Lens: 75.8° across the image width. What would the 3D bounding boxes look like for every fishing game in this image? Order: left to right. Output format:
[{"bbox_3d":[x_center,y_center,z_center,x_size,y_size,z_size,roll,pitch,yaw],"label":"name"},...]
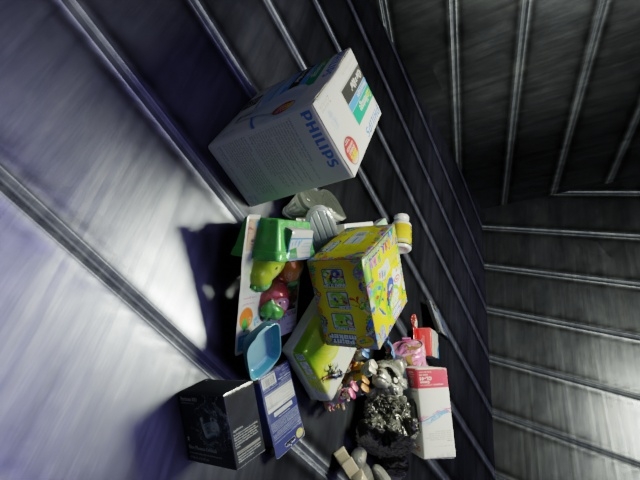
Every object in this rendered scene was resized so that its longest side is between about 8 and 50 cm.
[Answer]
[{"bbox_3d":[0.284,0.504,1.693,0.189,0.041,0.265,78,3,-84],"label":"fishing game"}]

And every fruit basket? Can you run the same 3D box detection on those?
[{"bbox_3d":[-0.119,0.109,1.144,0.327,0.165,0.354,1,89,-66],"label":"fruit basket"}]

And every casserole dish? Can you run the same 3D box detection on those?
[{"bbox_3d":[-0.153,0.279,1.056,0.114,0.036,0.189,-38,145,-36],"label":"casserole dish"}]

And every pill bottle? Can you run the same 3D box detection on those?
[{"bbox_3d":[0.396,-0.036,2.018,0.103,0.103,0.184,36,52,-46],"label":"pill bottle"}]

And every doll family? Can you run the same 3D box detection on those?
[{"bbox_3d":[0.102,0.483,1.375,0.118,0.163,0.263,44,37,-8],"label":"doll family"}]

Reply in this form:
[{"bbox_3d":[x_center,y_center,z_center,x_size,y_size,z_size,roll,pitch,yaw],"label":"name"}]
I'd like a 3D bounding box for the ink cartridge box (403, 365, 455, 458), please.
[{"bbox_3d":[0.394,0.641,1.565,0.226,0.131,0.307,121,-30,-72],"label":"ink cartridge box"}]

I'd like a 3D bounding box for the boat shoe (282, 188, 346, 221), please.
[{"bbox_3d":[-0.012,-0.109,1.452,0.320,0.103,0.118,-2,63,-62],"label":"boat shoe"}]

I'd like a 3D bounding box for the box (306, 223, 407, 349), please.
[{"bbox_3d":[0.126,0.131,1.260,0.290,0.176,0.280,-37,119,-56],"label":"box"}]

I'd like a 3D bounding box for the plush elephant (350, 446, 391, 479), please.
[{"bbox_3d":[0.232,0.897,1.342,0.330,0.255,0.272,61,37,-25],"label":"plush elephant"}]

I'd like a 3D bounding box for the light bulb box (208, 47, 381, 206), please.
[{"bbox_3d":[-0.060,-0.321,1.190,0.225,0.360,0.358,56,39,-31],"label":"light bulb box"}]

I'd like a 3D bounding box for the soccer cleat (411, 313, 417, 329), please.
[{"bbox_3d":[0.472,0.412,2.065,0.035,0.029,0.084,1,82,-64],"label":"soccer cleat"}]

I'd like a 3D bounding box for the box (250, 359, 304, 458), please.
[{"bbox_3d":[-0.117,0.468,1.151,0.136,0.036,0.226,-13,89,-57],"label":"box"}]

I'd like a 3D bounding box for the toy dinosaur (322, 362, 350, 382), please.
[{"bbox_3d":[0.043,0.403,1.247,0.090,0.047,0.082,-36,136,-11],"label":"toy dinosaur"}]

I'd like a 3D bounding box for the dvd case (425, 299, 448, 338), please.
[{"bbox_3d":[0.636,0.434,2.235,0.253,0.022,0.181,39,33,-55],"label":"dvd case"}]

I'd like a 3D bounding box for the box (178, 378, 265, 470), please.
[{"bbox_3d":[-0.220,0.399,0.910,0.093,0.155,0.159,-8,86,-56],"label":"box"}]

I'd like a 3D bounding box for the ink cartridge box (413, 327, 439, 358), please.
[{"bbox_3d":[0.524,0.510,2.037,0.231,0.077,0.134,36,52,-57],"label":"ink cartridge box"}]

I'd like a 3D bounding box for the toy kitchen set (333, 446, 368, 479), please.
[{"bbox_3d":[0.046,0.788,1.278,0.207,0.166,0.122,-31,109,-17],"label":"toy kitchen set"}]

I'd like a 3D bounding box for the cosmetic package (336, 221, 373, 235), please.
[{"bbox_3d":[0.107,-0.021,1.571,0.231,0.117,0.086,-11,91,-58],"label":"cosmetic package"}]

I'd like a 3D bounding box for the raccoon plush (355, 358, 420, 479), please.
[{"bbox_3d":[0.237,0.663,1.568,0.299,0.215,0.447,-81,175,-52],"label":"raccoon plush"}]

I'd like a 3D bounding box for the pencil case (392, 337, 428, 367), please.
[{"bbox_3d":[0.425,0.627,1.808,0.159,0.167,0.387,-20,98,-21],"label":"pencil case"}]

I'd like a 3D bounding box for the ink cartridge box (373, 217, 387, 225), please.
[{"bbox_3d":[0.276,0.033,1.866,0.181,0.056,0.225,-37,110,-54],"label":"ink cartridge box"}]

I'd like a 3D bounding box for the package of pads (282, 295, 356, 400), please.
[{"bbox_3d":[0.016,0.330,1.327,0.297,0.101,0.229,-54,127,-46],"label":"package of pads"}]

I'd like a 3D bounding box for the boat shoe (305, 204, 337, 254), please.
[{"bbox_3d":[0.000,0.000,1.376,0.094,0.108,0.303,-120,-165,-48],"label":"boat shoe"}]
